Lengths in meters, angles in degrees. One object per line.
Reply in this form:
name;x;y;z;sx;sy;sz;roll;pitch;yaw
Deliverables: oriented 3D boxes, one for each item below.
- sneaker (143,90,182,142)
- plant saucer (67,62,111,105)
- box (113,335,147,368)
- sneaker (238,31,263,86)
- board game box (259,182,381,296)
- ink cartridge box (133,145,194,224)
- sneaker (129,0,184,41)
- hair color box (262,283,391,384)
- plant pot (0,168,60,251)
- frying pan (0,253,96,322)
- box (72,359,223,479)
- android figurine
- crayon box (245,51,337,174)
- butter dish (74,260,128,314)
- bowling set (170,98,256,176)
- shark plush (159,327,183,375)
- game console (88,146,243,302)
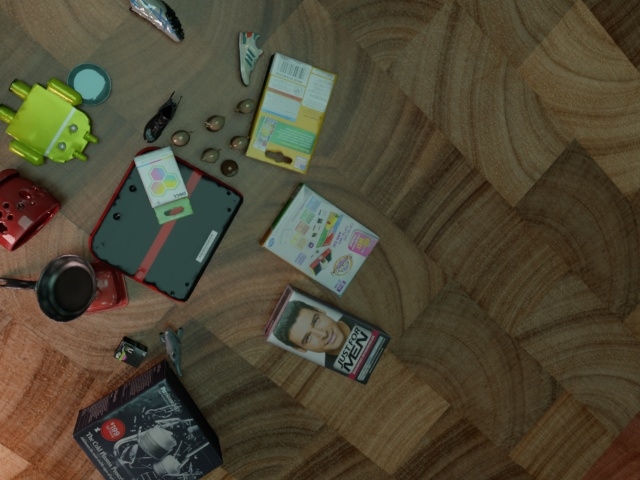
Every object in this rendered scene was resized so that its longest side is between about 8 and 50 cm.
sneaker;-0.466;-0.361;1.852;0.051;0.089;0.170;36;89;-16
plant saucer;-0.668;-0.451;1.823;0.119;0.021;0.119;-2;99;-13
box;-0.589;0.348;1.959;0.083;0.052;0.062;32;92;-17
sneaker;-0.207;-0.548;1.900;0.075;0.057;0.161;-4;97;-8
board game box;0.000;0.000;2.038;0.317;0.064;0.242;35;90;-17
ink cartridge box;-0.449;-0.157;1.814;0.109;0.062;0.209;-20;101;-12
sneaker;-0.488;-0.661;1.809;0.086;0.085;0.237;-36;111;22
hair color box;0.021;0.309;2.070;0.375;0.113;0.185;27;92;-16
plant pot;-0.854;-0.094;1.752;0.191;0.191;0.174;-44;101;-3
frying pan;-0.781;0.158;1.818;0.326;0.053;0.197;-20;75;12
box;-0.526;0.609;1.953;0.313;0.179;0.343;-32;105;-8
android figurine;-0.772;-0.330;1.794;0.273;0.056;0.248;35;95;-15
crayon box;-0.096;-0.387;1.941;0.203;0.083;0.322;16;94;-16
butter dish;-0.666;0.148;1.873;0.160;0.118;0.160;-10;102;-11
bowling set;-0.282;-0.288;1.875;0.287;0.154;0.199;-31;105;-7
shark plush;-0.469;0.349;1.980;0.073;0.067;0.161;0;99;-14
game console;-0.464;-0.051;1.884;0.342;0.060;0.386;29;89;-15
